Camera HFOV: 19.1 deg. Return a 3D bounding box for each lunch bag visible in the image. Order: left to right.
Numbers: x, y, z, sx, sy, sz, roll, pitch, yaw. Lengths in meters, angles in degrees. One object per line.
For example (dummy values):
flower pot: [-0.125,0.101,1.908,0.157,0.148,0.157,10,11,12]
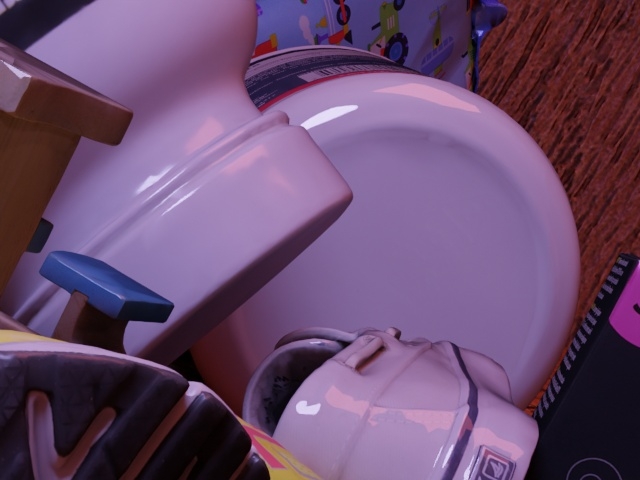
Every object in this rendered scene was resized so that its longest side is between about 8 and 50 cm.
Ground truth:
lunch bag: [0.010,-0.115,1.244,0.293,0.221,0.138,-23,36,-30]

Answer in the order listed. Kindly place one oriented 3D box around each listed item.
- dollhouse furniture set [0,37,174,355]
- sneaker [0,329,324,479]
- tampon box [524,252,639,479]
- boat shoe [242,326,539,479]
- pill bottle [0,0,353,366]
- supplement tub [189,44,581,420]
dollhouse furniture set: [-0.125,-0.006,0.565,0.129,0.129,0.183,29,5,17]
sneaker: [-0.053,0.071,0.501,0.094,0.081,0.208,31,-6,38]
tampon box: [0.122,0.102,0.662,0.120,0.161,0.101,28,4,4]
boat shoe: [0.012,0.073,0.700,0.088,0.096,0.267,28,2,-2]
pill bottle: [-0.146,-0.100,0.726,0.334,0.188,0.188,50,6,4]
supplement tub: [0.009,-0.002,0.983,0.191,0.191,0.272,27,4,-13]
